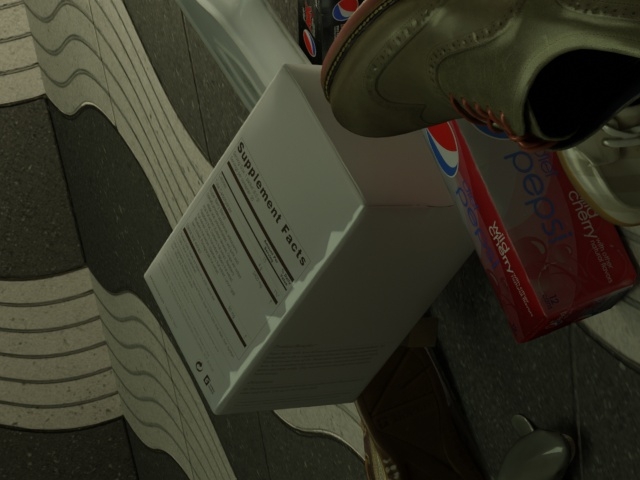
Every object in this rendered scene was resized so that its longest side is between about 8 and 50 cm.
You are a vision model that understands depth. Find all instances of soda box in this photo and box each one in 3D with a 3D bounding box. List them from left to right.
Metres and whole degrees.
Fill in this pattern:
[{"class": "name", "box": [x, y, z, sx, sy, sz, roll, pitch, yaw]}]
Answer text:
[{"class": "soda box", "box": [0.012, -0.222, 1.925, 0.169, 0.053, 0.060, 90, 155, -50]}, {"class": "soda box", "box": [0.154, -0.057, 1.590, 0.263, 0.092, 0.083, 66, 163, 13]}]

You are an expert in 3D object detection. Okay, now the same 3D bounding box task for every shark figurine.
[{"class": "shark figurine", "box": [0.186, 0.283, 1.875, 0.166, 0.116, 0.278, -136, 32, -60]}]

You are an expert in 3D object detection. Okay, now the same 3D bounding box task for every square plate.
[{"class": "square plate", "box": [-0.054, -0.168, 2.024, 0.347, 0.049, 0.344, 56, 174, -32]}]

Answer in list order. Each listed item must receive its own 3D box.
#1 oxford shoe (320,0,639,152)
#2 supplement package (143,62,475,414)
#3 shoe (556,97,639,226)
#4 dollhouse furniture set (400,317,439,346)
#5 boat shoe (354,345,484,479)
[{"class": "oxford shoe", "box": [0.117, -0.117, 1.325, 0.348, 0.123, 0.130, -23, 57, 50]}, {"class": "supplement package", "box": [0.000, 0.000, 1.814, 0.293, 0.177, 0.175, -54, 52, 36]}, {"class": "shoe", "box": [0.198, -0.114, 1.405, 0.058, 0.076, 0.219, -176, 68, -78]}, {"class": "dollhouse furniture set", "box": [0.078, 0.041, 1.996, 0.182, 0.161, 0.101, 11, 96, 42]}, {"class": "boat shoe", "box": [0.108, 0.255, 2.114, 0.123, 0.123, 0.342, -150, 40, -87]}]
